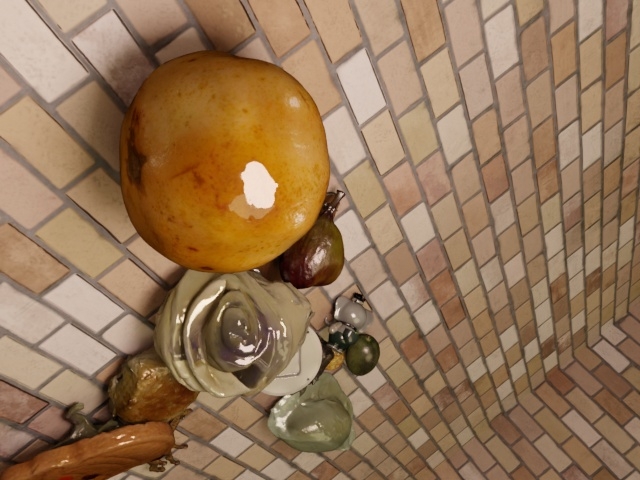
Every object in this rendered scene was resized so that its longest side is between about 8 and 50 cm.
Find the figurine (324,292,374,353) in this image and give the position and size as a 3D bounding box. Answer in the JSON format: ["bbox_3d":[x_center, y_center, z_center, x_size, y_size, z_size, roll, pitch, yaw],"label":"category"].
[{"bbox_3d":[0.083,0.249,1.921,0.147,0.126,0.192,36,75,-24],"label":"figurine"}]

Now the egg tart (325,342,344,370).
[{"bbox_3d":[0.036,0.389,2.069,0.129,0.049,0.129,-21,136,-22],"label":"egg tart"}]

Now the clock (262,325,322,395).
[{"bbox_3d":[-0.113,0.320,1.771,0.230,0.083,0.230,-2,100,-13],"label":"clock"}]

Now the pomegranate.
[{"bbox_3d":[-0.170,-0.143,1.150,0.417,0.416,0.416,-22,138,-22],"label":"pomegranate"}]

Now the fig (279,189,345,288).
[{"bbox_3d":[0.002,0.001,1.589,0.170,0.145,0.274,8,110,-46],"label":"fig"}]

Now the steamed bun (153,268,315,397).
[{"bbox_3d":[-0.202,0.207,1.456,0.394,0.237,0.346,-17,104,-6],"label":"steamed bun"}]

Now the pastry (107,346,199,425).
[{"bbox_3d":[-0.420,0.370,1.623,0.236,0.121,0.257,6,120,-47],"label":"pastry"}]

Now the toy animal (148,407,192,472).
[{"bbox_3d":[-0.453,0.599,1.863,0.149,0.054,0.275,-16,134,-32],"label":"toy animal"}]

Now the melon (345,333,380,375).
[{"bbox_3d":[0.142,0.380,2.093,0.114,0.114,0.167,-10,133,-33],"label":"melon"}]

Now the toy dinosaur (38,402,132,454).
[{"bbox_3d":[-0.585,0.508,1.646,0.162,0.077,0.294,-47,141,13],"label":"toy dinosaur"}]

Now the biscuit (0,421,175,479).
[{"bbox_3d":[-0.598,0.575,1.604,0.455,0.078,0.350,-21,152,-2],"label":"biscuit"}]

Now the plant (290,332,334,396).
[{"bbox_3d":[-0.059,0.377,1.917,0.194,0.129,0.132,-47,139,2],"label":"plant"}]

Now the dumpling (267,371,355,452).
[{"bbox_3d":[0.001,0.619,2.132,0.270,0.212,0.320,-43,152,-2],"label":"dumpling"}]

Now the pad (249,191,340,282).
[{"bbox_3d":[-0.097,0.001,1.620,0.284,0.018,0.286,-7,132,-36],"label":"pad"}]
